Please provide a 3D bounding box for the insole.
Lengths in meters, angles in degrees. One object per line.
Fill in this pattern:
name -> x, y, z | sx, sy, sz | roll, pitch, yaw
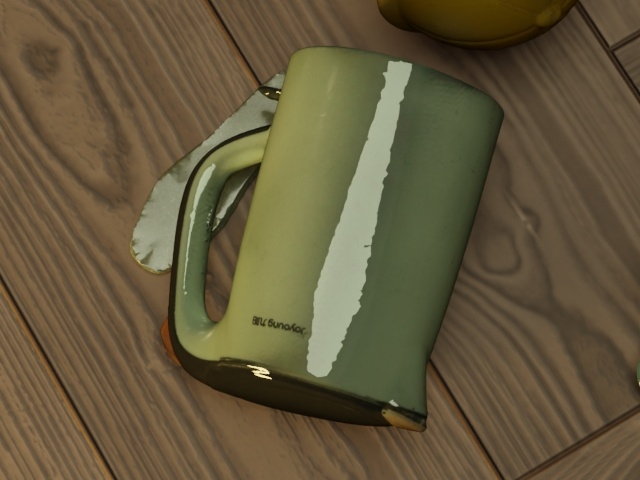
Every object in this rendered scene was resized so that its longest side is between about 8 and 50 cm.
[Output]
insole -> -0.078, -0.054, 1.532 | 0.063, 0.010, 0.192 | 41, 80, 8

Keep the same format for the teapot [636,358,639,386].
teapot -> 0.344, 0.092, 1.427 | 0.203, 0.171, 0.225 | -43, 71, 23

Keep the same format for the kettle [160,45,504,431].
kettle -> 0.000, 0.000, 1.455 | 0.240, 0.165, 0.255 | 11, 82, 27

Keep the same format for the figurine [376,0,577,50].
figurine -> 0.086, -0.239, 1.496 | 0.257, 0.192, 0.167 | 23, 106, 29
